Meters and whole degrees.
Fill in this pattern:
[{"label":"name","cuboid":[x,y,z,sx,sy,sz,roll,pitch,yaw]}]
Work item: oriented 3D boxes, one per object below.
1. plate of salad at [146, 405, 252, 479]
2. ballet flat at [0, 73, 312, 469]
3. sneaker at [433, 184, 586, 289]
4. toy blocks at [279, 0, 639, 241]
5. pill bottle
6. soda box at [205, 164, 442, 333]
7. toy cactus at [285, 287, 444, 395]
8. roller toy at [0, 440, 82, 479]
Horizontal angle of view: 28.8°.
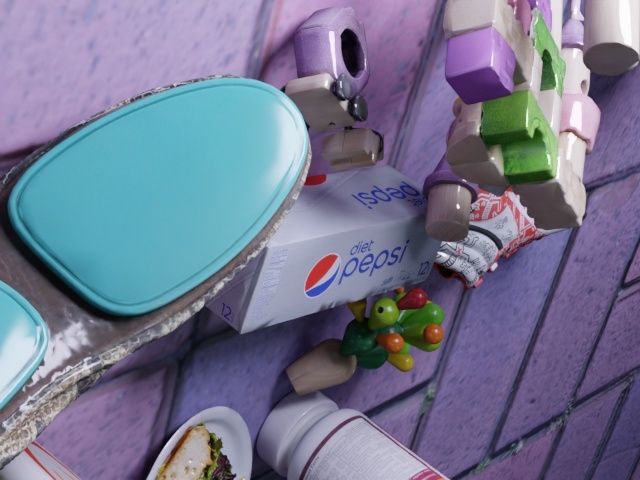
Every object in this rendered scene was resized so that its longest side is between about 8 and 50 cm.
[{"label":"plate of salad","cuboid":[-0.120,0.268,1.272,0.200,0.048,0.200,-34,131,-51]},{"label":"ballet flat","cuboid":[-0.204,0.052,0.877,0.483,0.164,0.182,-44,179,-32]},{"label":"sneaker","cuboid":[0.204,-0.014,1.458,0.270,0.090,0.145,14,108,-54]},{"label":"toy blocks","cuboid":[0.171,-0.180,1.113,0.288,0.309,0.260,47,44,-49]},{"label":"pill bottle","cuboid":[0.041,0.260,1.356,0.121,0.221,0.121,-35,143,-31]},{"label":"soda box","cuboid":[0.000,0.000,1.173,0.286,0.098,0.091,-12,129,-49]},{"label":"toy cactus","cuboid":[0.045,0.103,1.340,0.180,0.112,0.219,-27,174,-2]},{"label":"roller toy","cuboid":[-0.238,0.253,0.983,0.146,0.209,0.191,-49,177,-10]}]
